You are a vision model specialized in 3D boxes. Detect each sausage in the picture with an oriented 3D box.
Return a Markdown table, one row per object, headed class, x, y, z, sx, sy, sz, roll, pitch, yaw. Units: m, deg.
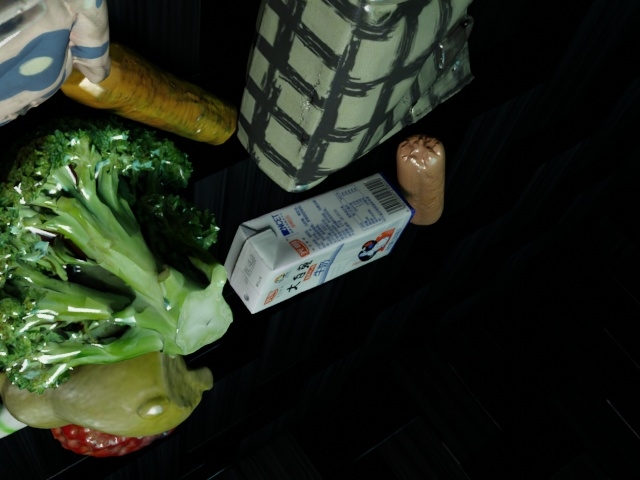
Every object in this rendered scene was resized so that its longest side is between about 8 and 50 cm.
| class | x | y | z | sx | sy | sz | roll | pitch | yaw |
| --- | --- | --- | --- | --- | --- | --- | --- | --- | --- |
| sausage | 0.180 | -0.104 | 1.450 | 0.086 | 0.086 | 0.289 | -36 | 160 | -6 |

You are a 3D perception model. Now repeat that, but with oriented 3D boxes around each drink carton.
| class | x | y | z | sx | sy | sz | roll | pitch | yaw |
| --- | --- | --- | --- | --- | --- | --- | --- | --- | --- |
| drink carton | 0.000 | 0.000 | 1.343 | 0.315 | 0.107 | 0.131 | -23 | 153 | -35 |

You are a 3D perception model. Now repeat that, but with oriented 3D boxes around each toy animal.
| class | x | y | z | sx | sy | sz | roll | pitch | yaw |
| --- | --- | --- | --- | --- | --- | --- | --- | --- | --- |
| toy animal | -0.333 | 0.177 | 1.092 | 0.180 | 0.362 | 0.181 | -68 | 146 | -47 |

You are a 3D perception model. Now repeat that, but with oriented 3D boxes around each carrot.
| class | x | y | z | sx | sy | sz | roll | pitch | yaw |
| --- | --- | --- | --- | --- | --- | --- | --- | --- | --- |
| carrot | -0.166 | -0.146 | 0.820 | 0.070 | 0.070 | 0.260 | -43 | 159 | 14 |

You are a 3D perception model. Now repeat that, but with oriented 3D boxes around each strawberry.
| class | x | y | z | sx | sy | sz | roll | pitch | yaw |
| --- | --- | --- | --- | --- | --- | --- | --- | --- | --- |
| strawberry | -0.299 | 0.250 | 1.322 | 0.280 | 0.150 | 0.253 | -43 | 156 | 18 |

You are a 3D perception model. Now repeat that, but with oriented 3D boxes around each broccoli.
| class | x | y | z | sx | sy | sz | roll | pitch | yaw |
| --- | --- | --- | --- | --- | --- | --- | --- | --- | --- |
| broccoli | -0.222 | 0.014 | 0.811 | 0.308 | 0.275 | 0.308 | -39 | 142 | -41 |

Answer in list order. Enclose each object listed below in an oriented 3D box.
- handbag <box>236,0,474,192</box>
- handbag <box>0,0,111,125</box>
| class | x | y | z | sx | sy | sz | roll | pitch | yaw |
| --- | --- | --- | --- | --- | --- | --- | --- | --- | --- |
| handbag | 0.078 | -0.243 | 0.910 | 0.327 | 0.162 | 0.325 | -35 | 164 | -29 |
| handbag | -0.230 | -0.166 | 0.437 | 0.190 | 0.252 | 0.193 | -32 | 176 | -7 |
